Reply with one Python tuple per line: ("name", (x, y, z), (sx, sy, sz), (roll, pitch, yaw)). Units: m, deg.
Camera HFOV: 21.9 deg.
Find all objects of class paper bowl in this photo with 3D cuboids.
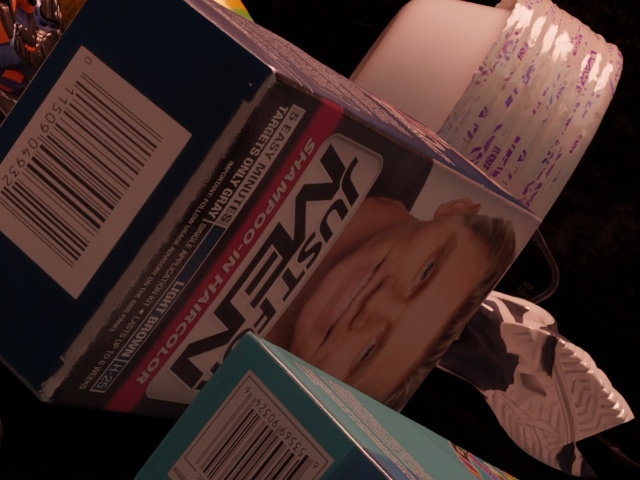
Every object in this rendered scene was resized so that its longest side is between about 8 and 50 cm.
("paper bowl", (0.070, -0.053, 1.142), (0.148, 0.284, 0.284), (35, 8, -3))

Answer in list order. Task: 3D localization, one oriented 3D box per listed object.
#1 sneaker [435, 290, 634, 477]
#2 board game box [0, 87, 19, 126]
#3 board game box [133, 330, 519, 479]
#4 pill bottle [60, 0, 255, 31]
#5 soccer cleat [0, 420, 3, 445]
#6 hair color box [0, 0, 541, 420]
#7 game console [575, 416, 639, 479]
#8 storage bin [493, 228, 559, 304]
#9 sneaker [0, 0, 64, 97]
("sneaker", (0.180, 0.108, 1.354), (0.235, 0.094, 0.153), (29, 12, 31))
("board game box", (-0.145, -0.039, 1.096), (0.186, 0.026, 0.126), (28, 11, -45))
("board game box", (0.116, 0.186, 0.619), (0.336, 0.079, 0.254), (33, 7, -45))
("pill bottle", (-0.116, -0.143, 1.251), (0.245, 0.136, 0.136), (58, 12, 9))
("soccer cleat", (-0.133, 0.071, 0.409), (0.072, 0.060, 0.179), (49, 18, 19))
("hair color box", (-0.025, -0.001, 0.838), (0.105, 0.174, 0.347), (40, 9, 25))
("game console", (0.309, 0.229, 0.975), (0.213, 0.044, 0.361), (51, -13, -30))
("storage bin", (0.121, -0.013, 1.499), (0.180, 0.122, 0.084), (62, -3, -13))
("sneaker", (-0.227, -0.139, 1.138), (0.087, 0.083, 0.221), (-4, -11, 4))
